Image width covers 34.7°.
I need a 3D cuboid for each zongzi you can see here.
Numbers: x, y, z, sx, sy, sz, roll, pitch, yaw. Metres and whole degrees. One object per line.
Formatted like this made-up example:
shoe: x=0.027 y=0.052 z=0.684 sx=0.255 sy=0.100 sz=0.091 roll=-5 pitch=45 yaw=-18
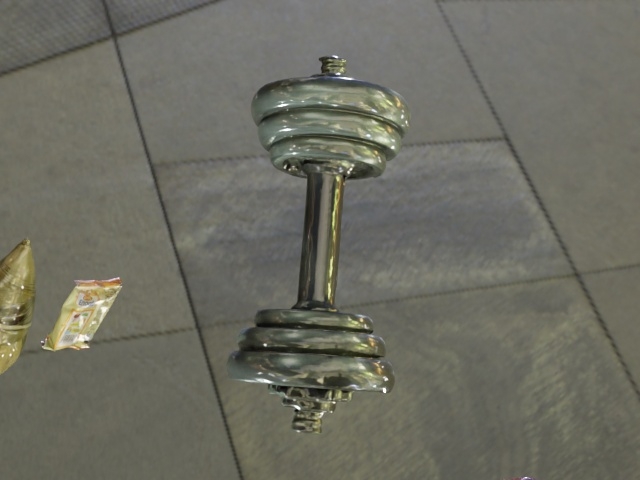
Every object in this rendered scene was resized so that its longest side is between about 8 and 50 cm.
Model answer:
zongzi: x=-0.172 y=0.021 z=0.550 sx=0.040 sy=0.083 sz=0.076 roll=12 pitch=20 yaw=-24

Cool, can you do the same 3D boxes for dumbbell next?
dumbbell: x=0.000 y=0.000 z=1.089 sx=0.179 sy=0.179 sz=0.406 roll=6 pitch=80 yaw=-15

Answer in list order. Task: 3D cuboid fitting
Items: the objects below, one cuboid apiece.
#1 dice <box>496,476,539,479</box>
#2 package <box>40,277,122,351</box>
dice: x=0.162 y=0.309 z=0.795 sx=0.175 sy=0.174 sz=0.179 roll=21 pitch=44 yaw=10
package: x=-0.343 y=0.107 z=1.472 sx=0.031 sy=0.121 sz=0.108 roll=35 pitch=13 yaw=20
